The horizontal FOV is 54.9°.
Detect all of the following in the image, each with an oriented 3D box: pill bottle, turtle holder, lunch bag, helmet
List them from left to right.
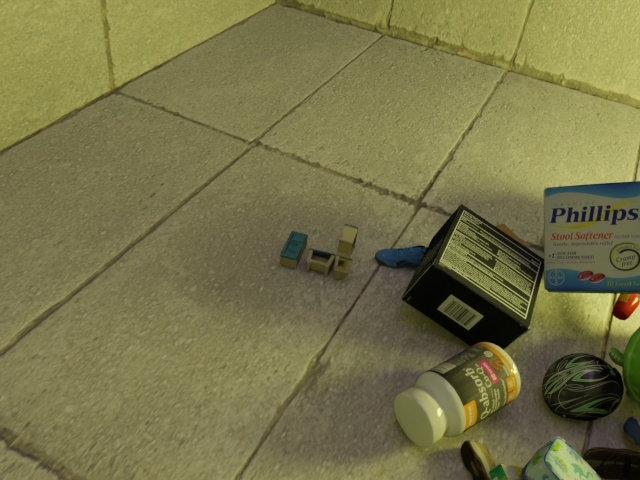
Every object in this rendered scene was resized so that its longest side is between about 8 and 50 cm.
[{"bbox_3d":[0.320,0.360,1.443,0.279,0.162,0.162,-21,48,-29],"label":"pill bottle"},{"bbox_3d":[0.533,0.529,1.280,0.219,0.090,0.176,48,29,18],"label":"lunch bag"},{"bbox_3d":[0.633,0.357,1.509,0.162,0.169,0.169,12,38,-21],"label":"helmet"},{"bbox_3d":[0.879,0.340,1.484,0.243,0.320,0.227,-22,19,-17],"label":"turtle holder"}]

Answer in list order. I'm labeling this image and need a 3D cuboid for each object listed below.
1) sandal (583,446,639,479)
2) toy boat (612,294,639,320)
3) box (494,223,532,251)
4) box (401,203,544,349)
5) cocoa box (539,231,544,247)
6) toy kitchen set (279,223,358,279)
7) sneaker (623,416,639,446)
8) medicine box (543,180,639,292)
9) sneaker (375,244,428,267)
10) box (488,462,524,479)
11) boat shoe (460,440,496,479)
[{"bbox_3d":[0.696,0.515,1.397,0.220,0.089,0.060,11,-1,0],"label":"sandal"},{"bbox_3d":[0.969,0.200,1.665,0.318,0.267,0.148,25,60,37],"label":"toy boat"},{"bbox_3d":[0.559,0.021,1.982,0.201,0.021,0.164,-12,44,-22],"label":"box"},{"bbox_3d":[0.426,0.109,1.687,0.296,0.182,0.294,35,45,2],"label":"box"},{"bbox_3d":[0.922,-0.020,1.925,0.347,0.227,0.231,-3,42,-12],"label":"cocoa box"},{"bbox_3d":[0.000,0.000,1.806,0.207,0.166,0.122,14,41,7],"label":"toy kitchen set"},{"bbox_3d":[0.823,0.424,1.381,0.112,0.130,0.296,-3,1,-27],"label":"sneaker"},{"bbox_3d":[0.755,-0.001,1.673,0.264,0.289,0.149,-2,-6,31],"label":"medicine box"},{"bbox_3d":[0.273,0.040,1.870,0.210,0.082,0.069,7,42,1],"label":"sneaker"},{"bbox_3d":[0.447,0.538,1.306,0.179,0.043,0.105,20,33,-29],"label":"box"},{"bbox_3d":[0.374,0.520,1.344,0.072,0.068,0.190,8,39,-18],"label":"boat shoe"}]
